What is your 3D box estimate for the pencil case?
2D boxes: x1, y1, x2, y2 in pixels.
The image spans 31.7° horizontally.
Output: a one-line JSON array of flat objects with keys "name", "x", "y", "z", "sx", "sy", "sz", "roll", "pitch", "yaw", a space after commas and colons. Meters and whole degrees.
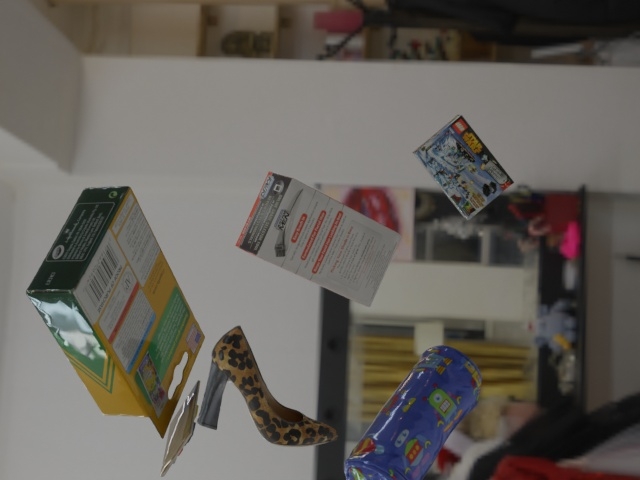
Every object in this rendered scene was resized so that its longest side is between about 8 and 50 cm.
[{"name": "pencil case", "x": 0.160, "y": 0.315, "z": 1.882, "sx": 0.306, "sy": 0.133, "sz": 0.119, "roll": -49, "pitch": -1, "yaw": -36}]

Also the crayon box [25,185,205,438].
[{"name": "crayon box", "x": -0.283, "y": 0.108, "z": 1.615, "sx": 0.203, "sy": 0.083, "sz": 0.323, "roll": -71, "pitch": -29, "yaw": -42}]

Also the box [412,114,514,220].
[{"name": "box", "x": 0.220, "y": -0.113, "z": 1.737, "sx": 0.137, "sy": 0.094, "sz": 0.027, "roll": 51, "pitch": -179, "yaw": -10}]

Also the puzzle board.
[{"name": "puzzle board", "x": -0.204, "y": 0.279, "z": 1.661, "sx": 0.096, "sy": 0.011, "sz": 0.128, "roll": -84, "pitch": 21, "yaw": -45}]

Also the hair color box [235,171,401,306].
[{"name": "hair color box", "x": 0.000, "y": 0.000, "z": 1.240, "sx": 0.053, "sy": 0.167, "sz": 0.093, "roll": 21, "pitch": 85, "yaw": 54}]

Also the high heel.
[{"name": "high heel", "x": -0.074, "y": 0.260, "z": 1.986, "sx": 0.093, "sy": 0.261, "sz": 0.186, "roll": -143, "pitch": 68, "yaw": -75}]
